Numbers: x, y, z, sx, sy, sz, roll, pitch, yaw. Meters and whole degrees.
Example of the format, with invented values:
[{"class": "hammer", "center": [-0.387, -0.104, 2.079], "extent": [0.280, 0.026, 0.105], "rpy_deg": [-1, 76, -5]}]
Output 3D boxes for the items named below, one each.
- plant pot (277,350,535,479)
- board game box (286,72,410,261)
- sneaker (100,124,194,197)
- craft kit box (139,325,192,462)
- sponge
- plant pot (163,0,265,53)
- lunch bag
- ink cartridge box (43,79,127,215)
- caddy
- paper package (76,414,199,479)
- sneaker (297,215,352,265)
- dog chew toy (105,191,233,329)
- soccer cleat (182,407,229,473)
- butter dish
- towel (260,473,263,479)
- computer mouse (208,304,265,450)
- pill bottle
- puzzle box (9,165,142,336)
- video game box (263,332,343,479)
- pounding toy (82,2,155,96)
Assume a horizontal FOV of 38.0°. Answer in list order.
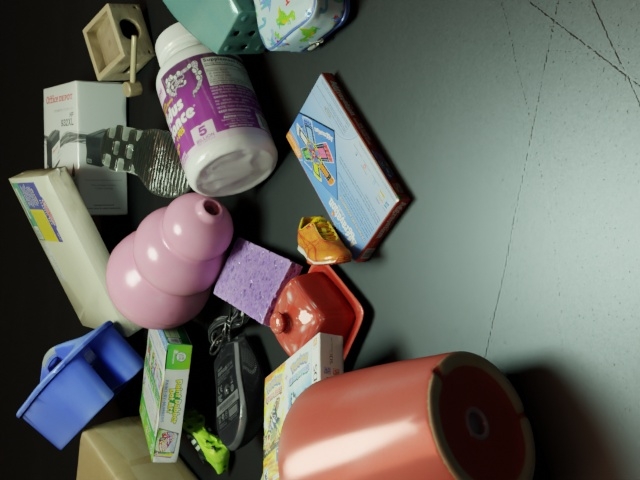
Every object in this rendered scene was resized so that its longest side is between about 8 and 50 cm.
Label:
[{"class": "plant pot", "center": [0.120, 0.271, 1.194], "extent": [0.243, 0.275, 0.274], "rpy_deg": [-33, 65, 41]}, {"class": "board game box", "center": [0.037, -0.118, 1.472], "extent": [0.145, 0.027, 0.281], "rpy_deg": [-56, 49, 38]}, {"class": "sneaker", "center": [-0.297, -0.158, 1.835], "extent": [0.330, 0.146, 0.122], "rpy_deg": [27, 104, 49]}, {"class": "craft kit box", "center": [-0.318, 0.285, 1.890], "extent": [0.250, 0.061, 0.246], "rpy_deg": [-139, 59, -68]}, {"class": "sponge", "center": [-0.114, 0.070, 1.636], "extent": [0.210, 0.031, 0.117], "rpy_deg": [22, 87, 57]}, {"class": "plant pot", "center": [-0.172, -0.450, 1.640], "extent": [0.165, 0.166, 0.234], "rpy_deg": [-50, 60, 42]}, {"class": "lunch bag", "center": [-0.034, -0.425, 1.507], "extent": [0.176, 0.090, 0.219], "rpy_deg": [-26, 70, 53]}, {"class": "ink cartridge box", "center": [-0.559, -0.215, 2.204], "extent": [0.223, 0.129, 0.307], "rpy_deg": [5, 96, 55]}, {"class": "caddy", "center": [-0.548, 0.313, 2.080], "extent": [0.179, 0.241, 0.341], "rpy_deg": [45, 135, -1]}, {"class": "paper package", "center": [-0.388, 0.589, 1.966], "extent": [0.325, 0.168, 0.309], "rpy_deg": [32, 118, 48]}, {"class": "sneaker", "center": [0.000, 0.000, 1.471], "extent": [0.175, 0.064, 0.067], "rpy_deg": [-148, 56, -63]}, {"class": "dog chew toy", "center": [-0.273, 0.028, 1.752], "extent": [0.332, 0.207, 0.206], "rpy_deg": [-48, 54, 44]}, {"class": "soccer cleat", "center": [-0.237, 0.397, 1.846], "extent": [0.179, 0.060, 0.072], "rpy_deg": [34, 131, 48]}, {"class": "butter dish", "center": [-0.027, 0.128, 1.492], "extent": [0.160, 0.118, 0.159], "rpy_deg": [50, 130, 40]}, {"class": "towel", "center": [-0.024, 0.462, 1.469], "extent": [0.320, 0.090, 0.374], "rpy_deg": [-122, 44, -54]}, {"class": "computer mouse", "center": [-0.139, 0.249, 1.701], "extent": [0.188, 0.072, 0.272], "rpy_deg": [-40, 47, 50]}, {"class": "pill bottle", "center": [-0.198, -0.244, 1.670], "extent": [0.169, 0.169, 0.301], "rpy_deg": [-47, 55, 44]}, {"class": "puzzle box", "center": [-0.564, 0.024, 2.142], "extent": [0.272, 0.052, 0.408], "rpy_deg": [4, 121, 54]}, {"class": "video game box", "center": [-0.027, 0.262, 1.398], "extent": [0.205, 0.048, 0.187], "rpy_deg": [-46, 35, 50]}, {"class": "pounding toy", "center": [-0.415, -0.411, 2.040], "extent": [0.181, 0.094, 0.206], "rpy_deg": [-27, 79, 46]}]
